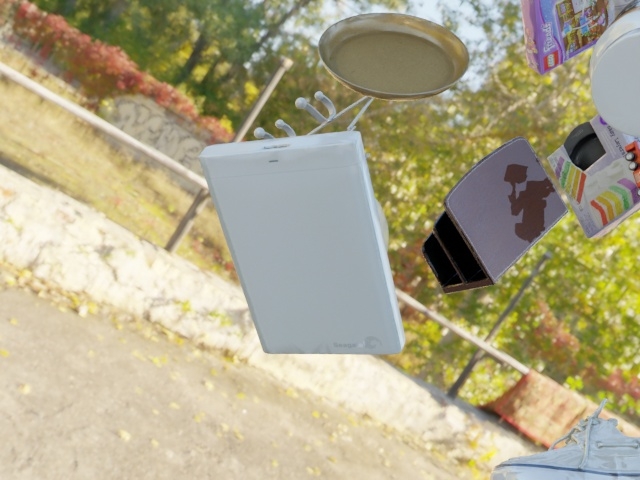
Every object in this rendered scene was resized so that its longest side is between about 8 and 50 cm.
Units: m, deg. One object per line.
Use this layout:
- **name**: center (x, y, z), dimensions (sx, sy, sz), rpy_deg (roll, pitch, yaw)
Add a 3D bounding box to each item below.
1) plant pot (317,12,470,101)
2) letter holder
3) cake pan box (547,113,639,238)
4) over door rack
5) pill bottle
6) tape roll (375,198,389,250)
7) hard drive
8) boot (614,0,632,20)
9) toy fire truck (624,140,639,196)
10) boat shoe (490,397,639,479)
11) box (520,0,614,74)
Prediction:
- **plant pot**: center (0.113, -0.284, 1.220), dimensions (0.236, 0.236, 0.032), rpy_deg (36, -37, 27)
- **letter holder**: center (0.350, -0.063, 1.672), dimensions (0.152, 0.302, 0.214), rpy_deg (-19, -74, 56)
- **cake pan box**: center (0.721, -0.176, 1.984), dimensions (0.070, 0.246, 0.267), rpy_deg (-5, 66, -31)
- **over door rack**: center (-0.016, -0.208, 1.477), dimensions (0.108, 0.239, 0.324), rpy_deg (48, 28, -22)
- **pill bottle**: center (0.453, -0.242, 1.044), dimensions (0.162, 0.162, 0.278), rpy_deg (34, 36, 10)
- **tape roll**: center (0.000, 0.000, 1.664), dimensions (0.286, 0.286, 0.100), rpy_deg (34, 17, 4)
- **hard drive**: center (-0.018, 0.015, 1.000), dimensions (0.203, 0.307, 0.040), rpy_deg (-3, 31, 21)
- **boot**: center (0.686, -0.551, 1.914), dimensions (0.123, 0.095, 0.258), rpy_deg (68, -7, -24)
- **toy fire truck**: center (0.697, -0.178, 1.592), dimensions (0.047, 0.135, 0.192), rpy_deg (15, 57, -37)
- **boat shoe**: center (0.450, 0.335, 1.248), dimensions (0.367, 0.156, 0.136), rpy_deg (-1, -29, 2)
- **box**: center (0.527, -0.524, 1.666), dimensions (0.057, 0.201, 0.293), rpy_deg (54, -10, 45)
